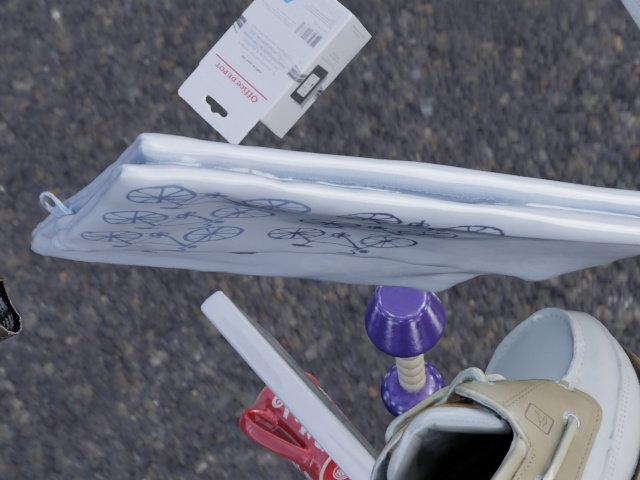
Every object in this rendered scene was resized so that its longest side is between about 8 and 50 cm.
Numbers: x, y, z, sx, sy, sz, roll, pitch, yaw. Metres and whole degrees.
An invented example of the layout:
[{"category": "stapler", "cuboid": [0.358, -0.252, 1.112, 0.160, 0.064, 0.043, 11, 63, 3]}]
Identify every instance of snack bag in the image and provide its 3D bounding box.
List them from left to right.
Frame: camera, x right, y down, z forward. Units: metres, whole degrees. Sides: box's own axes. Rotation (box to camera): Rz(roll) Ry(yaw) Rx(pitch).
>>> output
[{"category": "snack bag", "cuboid": [0.000, 0.000, 0.822, 0.323, 0.342, 0.037, 5, 81, -21]}]

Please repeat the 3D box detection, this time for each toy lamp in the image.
[{"category": "toy lamp", "cuboid": [0.086, 0.106, 1.393, 0.080, 0.274, 0.080, -1, 65, 3]}]

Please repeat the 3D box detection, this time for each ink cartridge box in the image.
[{"category": "ink cartridge box", "cuboid": [-0.049, -0.184, 1.453, 0.180, 0.060, 0.104, -48, 64, 4]}]

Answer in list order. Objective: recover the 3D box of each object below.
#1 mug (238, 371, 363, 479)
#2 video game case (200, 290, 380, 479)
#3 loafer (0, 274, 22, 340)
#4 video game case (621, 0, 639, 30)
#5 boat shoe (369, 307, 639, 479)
[{"category": "mug", "cuboid": [-0.022, 0.279, 1.937, 0.150, 0.113, 0.169, -23, 38, -23]}, {"category": "video game case", "cuboid": [0.008, 0.211, 1.631, 0.036, 0.300, 0.329, -42, 74, -2]}, {"category": "loafer", "cuboid": [-0.477, 0.050, 1.949, 0.078, 0.220, 0.080, -1, 40, 38]}, {"category": "video game case", "cuboid": [0.397, -0.307, 1.326, 0.270, 0.244, 0.061, -13, 66, 25]}, {"category": "boat shoe", "cuboid": [0.084, 0.107, 0.633, 0.103, 0.302, 0.113, 40, 117, -10]}]
